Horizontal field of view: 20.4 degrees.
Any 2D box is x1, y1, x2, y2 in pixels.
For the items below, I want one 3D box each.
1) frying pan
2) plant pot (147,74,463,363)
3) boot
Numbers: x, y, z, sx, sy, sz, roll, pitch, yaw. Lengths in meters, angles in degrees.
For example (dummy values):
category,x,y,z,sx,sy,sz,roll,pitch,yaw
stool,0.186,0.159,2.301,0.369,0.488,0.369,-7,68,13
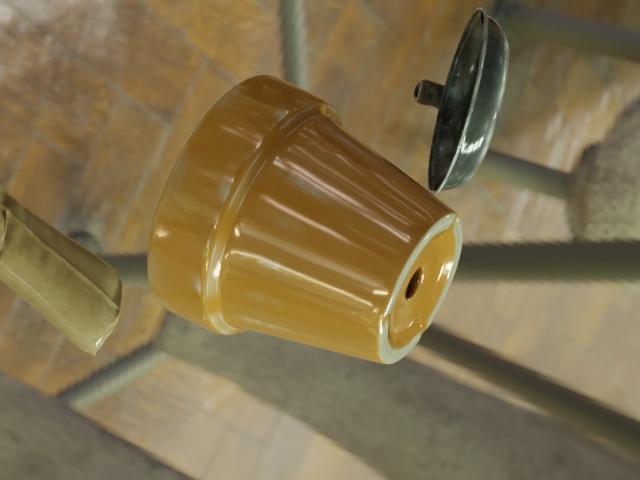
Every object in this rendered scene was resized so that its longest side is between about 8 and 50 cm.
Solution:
category,x,y,z,sx,sy,sz,roll,pitch,yaw
frying pan,0.138,-0.123,1.867,0.326,0.053,0.197,120,-17,-73
plant pot,0.000,0.000,1.381,0.205,0.188,0.205,-50,155,-34
boot,-0.330,0.046,1.984,0.269,0.089,0.236,46,34,-37
